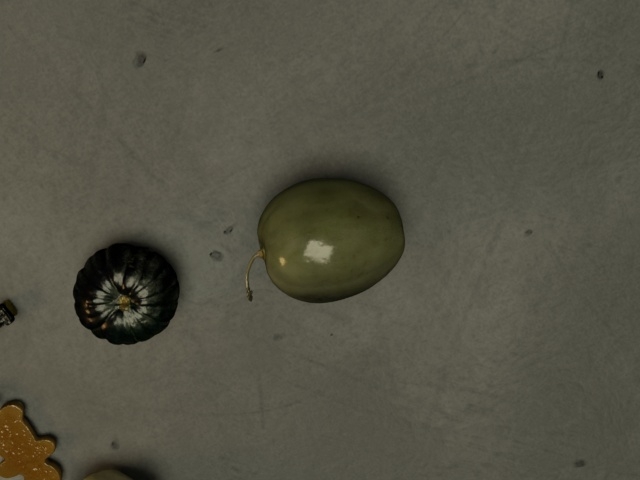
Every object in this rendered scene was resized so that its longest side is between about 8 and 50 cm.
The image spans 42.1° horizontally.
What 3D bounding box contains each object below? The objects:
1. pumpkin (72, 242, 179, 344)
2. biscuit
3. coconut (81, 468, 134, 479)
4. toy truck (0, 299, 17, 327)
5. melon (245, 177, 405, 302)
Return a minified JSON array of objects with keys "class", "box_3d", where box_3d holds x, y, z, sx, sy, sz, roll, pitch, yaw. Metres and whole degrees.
[{"class":"pumpkin","box_3d":[-0.407,0.112,1.748,0.220,0.162,0.221,-2,101,-10]},{"class":"biscuit","box_3d":[-0.687,0.487,1.928,0.158,0.035,0.240,-28,107,10]},{"class":"coconut","box_3d":[-0.469,0.635,1.883,0.222,0.202,0.202,17,114,40]},{"class":"toy truck","box_3d":[-0.708,0.170,1.812,0.083,0.054,0.049,-31,107,8]},{"class":"melon","box_3d":[0.015,-0.001,1.679,0.308,0.272,0.272,8,109,-22]}]
